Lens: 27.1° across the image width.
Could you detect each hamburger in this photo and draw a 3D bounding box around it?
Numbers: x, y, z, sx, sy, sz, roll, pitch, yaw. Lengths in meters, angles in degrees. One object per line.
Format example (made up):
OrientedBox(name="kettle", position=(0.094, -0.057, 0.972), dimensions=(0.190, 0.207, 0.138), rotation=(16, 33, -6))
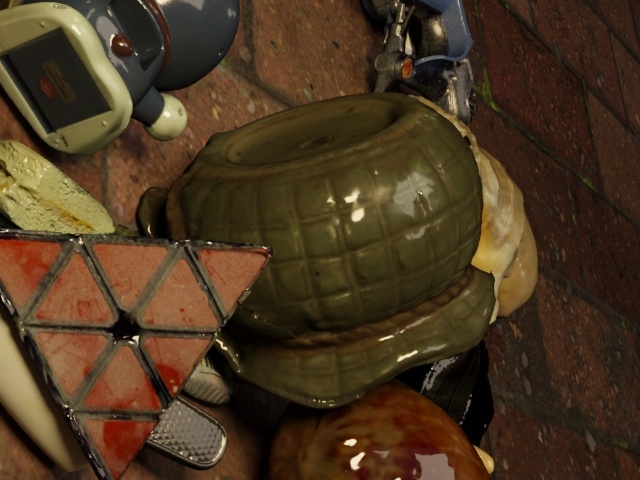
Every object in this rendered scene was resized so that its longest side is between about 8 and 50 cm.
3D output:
OrientedBox(name="hamburger", position=(-0.218, -0.037, 1.018), dimensions=(0.054, 0.084, 0.121), rotation=(-58, 147, -2))

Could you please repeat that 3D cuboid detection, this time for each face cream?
OrientedBox(name="face cream", position=(-0.217, 0.087, 0.970), dimensions=(0.182, 0.051, 0.072), rotation=(61, 30, -20))

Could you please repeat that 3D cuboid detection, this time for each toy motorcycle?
OrientedBox(name="toy motorcycle", position=(0.104, -0.296, 1.723), dimensions=(0.213, 0.125, 0.358), rotation=(-14, 85, -54))

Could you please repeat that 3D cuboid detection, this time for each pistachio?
OrientedBox(name="pistachio", position=(0.214, -0.001, 1.744), dimensions=(0.152, 0.126, 0.223), rotation=(94, -12, -64))

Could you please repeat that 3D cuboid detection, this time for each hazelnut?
OrientedBox(name="hazelnut", position=(0.049, 0.231, 1.191), dimensions=(0.218, 0.218, 0.234), rotation=(40, 36, -46))

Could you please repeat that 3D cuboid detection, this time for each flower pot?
OrientedBox(name="flower pot", position=(0.000, 0.000, 1.195), dimensions=(0.302, 0.302, 0.213), rotation=(-49, 127, -59))

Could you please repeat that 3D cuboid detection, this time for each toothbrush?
OrientedBox(name="toothbrush", position=(-0.195, 0.041, 1.059), dimensions=(0.413, 0.035, 0.042), rotation=(42, 20, -45))

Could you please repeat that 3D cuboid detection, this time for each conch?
OrientedBox(name="conch", position=(0.113, -0.019, 1.488), dimensions=(0.324, 0.186, 0.263), rotation=(43, 33, -44))

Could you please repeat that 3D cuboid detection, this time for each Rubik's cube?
OrientedBox(name="Rubik's cube", position=(-0.155, 0.071, 1.011), dimensions=(0.178, 0.211, 0.190), rotation=(-112, -150, -81))

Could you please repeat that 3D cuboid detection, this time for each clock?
OrientedBox(name="clock", position=(-0.166, -0.179, 1.132), dimensions=(0.199, 0.146, 0.243), rotation=(58, 38, -18))

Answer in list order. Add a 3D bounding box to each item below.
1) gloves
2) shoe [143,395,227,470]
OrientedBox(name="gloves", position=(0.115, 0.231, 1.387), dimensions=(0.197, 0.152, 0.301), rotation=(58, 24, -51))
OrientedBox(name="shoe", position=(-0.148, 0.135, 1.068), dimensions=(0.159, 0.053, 0.062), rotation=(34, 68, -17))
